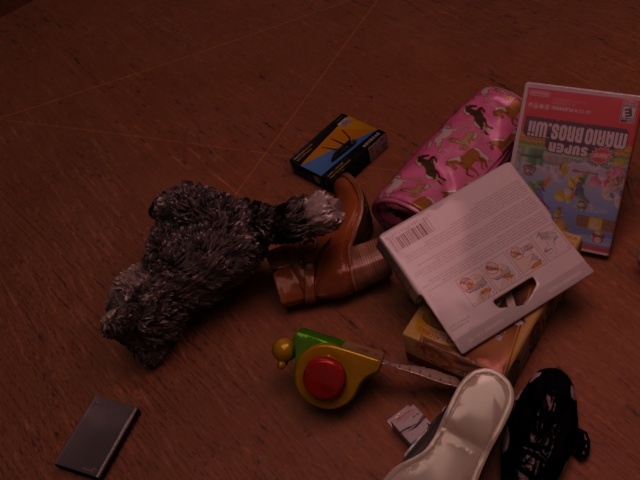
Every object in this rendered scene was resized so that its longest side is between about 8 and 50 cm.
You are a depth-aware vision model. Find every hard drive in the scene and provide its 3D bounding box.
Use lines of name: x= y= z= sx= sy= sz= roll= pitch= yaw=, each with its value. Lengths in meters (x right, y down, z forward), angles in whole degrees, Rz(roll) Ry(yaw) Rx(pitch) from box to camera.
hard drive: x=-0.383 y=0.340 z=1.278 sx=0.094 sy=0.022 sz=0.135 roll=9 pitch=52 yaw=21

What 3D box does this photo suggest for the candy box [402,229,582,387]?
candy box: x=0.299 y=0.098 z=1.270 sx=0.183 sy=0.087 sz=0.316 roll=21 pitch=57 yaw=30

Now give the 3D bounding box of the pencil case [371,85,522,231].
pencil case: x=0.269 y=-0.142 z=1.446 sx=0.167 sy=0.160 sz=0.386 roll=41 pitch=63 yaw=2

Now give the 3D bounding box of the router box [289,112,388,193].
router box: x=0.040 y=-0.192 z=1.623 sx=0.133 sy=0.046 sz=0.179 roll=29 pitch=62 yaw=34

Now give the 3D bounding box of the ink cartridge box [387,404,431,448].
ink cartridge box: x=0.146 y=0.296 z=1.175 sx=0.048 sy=0.028 sz=0.083 roll=-33 pitch=49 yaw=-16

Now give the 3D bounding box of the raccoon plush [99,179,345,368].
raccoon plush: x=-0.201 y=0.054 z=1.290 sx=0.447 sy=0.216 sz=0.299 roll=-17 pitch=43 yaw=42

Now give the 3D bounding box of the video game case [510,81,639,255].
video game case: x=0.446 y=-0.131 z=1.338 sx=0.204 sy=0.284 sz=0.025 roll=13 pitch=14 yaw=24

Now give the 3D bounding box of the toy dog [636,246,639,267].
toy dog: x=0.780 y=-0.088 z=1.186 sx=0.396 sy=0.284 sz=0.408 roll=30 pitch=60 yaw=33

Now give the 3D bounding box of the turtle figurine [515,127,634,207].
turtle figurine: x=0.478 y=-0.142 z=1.394 sx=0.175 sy=0.234 sz=0.118 roll=-31 pitch=1 yaw=23

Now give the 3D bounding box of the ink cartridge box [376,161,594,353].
ink cartridge box: x=0.272 y=0.029 z=1.241 sx=0.275 sy=0.060 sz=0.238 roll=-29 pitch=73 yaw=-11

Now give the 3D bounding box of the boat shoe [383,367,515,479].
boat shoe: x=0.180 y=0.334 z=1.087 sx=0.116 sy=0.099 sz=0.319 roll=33 pitch=82 yaw=19

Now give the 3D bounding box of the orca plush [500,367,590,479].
orca plush: x=0.300 y=0.292 z=1.089 sx=0.151 sy=0.102 sz=0.287 roll=31 pitch=63 yaw=34

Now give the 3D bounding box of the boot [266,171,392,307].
boot: x=0.000 y=0.000 z=1.440 sx=0.220 sy=0.109 sz=0.283 roll=-19 pitch=54 yaw=3

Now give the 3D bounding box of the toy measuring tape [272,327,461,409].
toy measuring tape: x=0.073 y=0.236 z=1.210 sx=0.330 sy=0.121 sz=0.121 roll=16 pitch=54 yaw=9
